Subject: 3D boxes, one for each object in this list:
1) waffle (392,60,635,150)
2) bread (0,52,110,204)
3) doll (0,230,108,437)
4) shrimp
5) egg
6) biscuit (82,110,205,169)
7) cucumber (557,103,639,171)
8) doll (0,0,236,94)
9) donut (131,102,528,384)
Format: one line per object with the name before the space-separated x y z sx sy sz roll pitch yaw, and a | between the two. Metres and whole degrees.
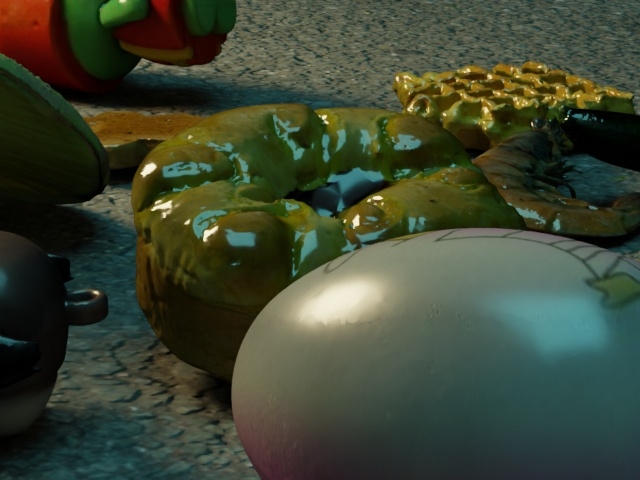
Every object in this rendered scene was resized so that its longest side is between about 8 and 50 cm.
waffle | 0.167 -0.137 1.831 0.219 0.057 0.229 -8 19 -28
bread | -0.307 -0.112 1.433 0.301 0.045 0.301 17 -20 6
doll | -0.255 0.054 1.067 0.257 0.117 0.182 0 19 -4
shrimp | 0.221 -0.054 1.594 0.169 0.058 0.296 18 23 15
egg | 0.080 0.085 0.882 0.196 0.196 0.271 -12 23 -39
biscuit | -0.215 -0.089 1.670 0.225 0.036 0.166 -2 17 -4
cucumber | 0.338 -0.076 1.614 0.284 0.056 0.056 11 14 -17
doll | -0.271 -0.241 1.942 0.363 0.160 0.182 7 17 22
donut | 0.000 0.000 1.194 0.261 0.128 0.208 -3 36 -23
